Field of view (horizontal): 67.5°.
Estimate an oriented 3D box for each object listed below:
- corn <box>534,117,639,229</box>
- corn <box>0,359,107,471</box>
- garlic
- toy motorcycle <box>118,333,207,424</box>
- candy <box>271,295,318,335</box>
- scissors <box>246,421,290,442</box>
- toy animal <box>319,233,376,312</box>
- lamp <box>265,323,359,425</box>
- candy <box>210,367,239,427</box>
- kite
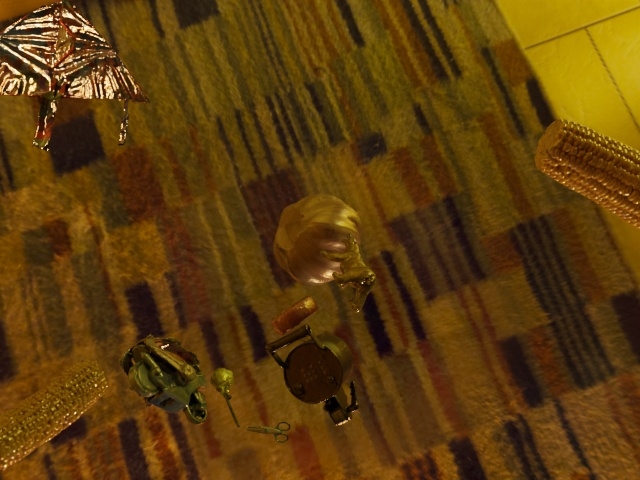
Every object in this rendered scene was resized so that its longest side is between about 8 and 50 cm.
[{"bbox_3d":[0.429,-0.091,0.695,0.244,0.093,0.093,29,81,-3],"label":"corn"},{"bbox_3d":[-0.528,0.332,0.912,0.101,0.291,0.101,5,107,17],"label":"corn"},{"bbox_3d":[0.000,0.000,1.515,0.317,0.259,0.317,-15,69,43],"label":"garlic"},{"bbox_3d":[-0.458,0.421,1.515,0.182,0.319,0.241,-15,42,34],"label":"toy motorcycle"},{"bbox_3d":[-0.053,0.156,0.994,0.103,0.103,0.043,-33,82,-5],"label":"candy"},{"bbox_3d":[-0.142,0.515,1.302,0.119,0.014,0.058,12,89,-10],"label":"scissors"},{"bbox_3d":[0.077,0.069,1.191,0.101,0.219,0.103,-31,120,1],"label":"toy animal"},{"bbox_3d":[-0.006,0.431,1.676,0.205,0.272,0.374,-30,100,11],"label":"lamp"},{"bbox_3d":[-0.135,0.230,0.702,0.035,0.123,0.035,20,102,-29],"label":"candy"},{"bbox_3d":[-0.232,-0.137,0.412,0.183,0.160,0.010,-12,60,-43],"label":"kite"}]
